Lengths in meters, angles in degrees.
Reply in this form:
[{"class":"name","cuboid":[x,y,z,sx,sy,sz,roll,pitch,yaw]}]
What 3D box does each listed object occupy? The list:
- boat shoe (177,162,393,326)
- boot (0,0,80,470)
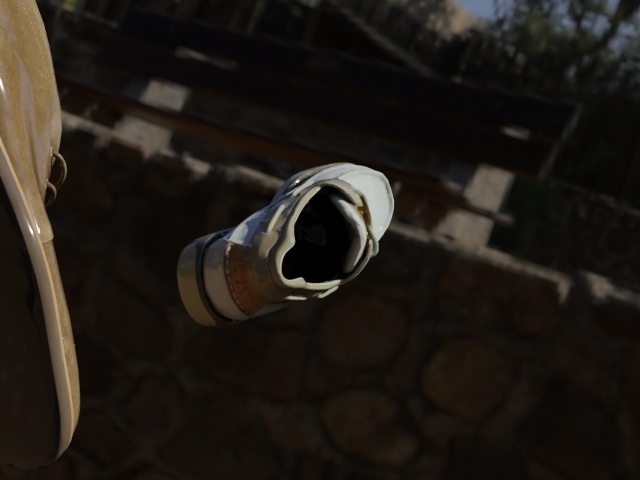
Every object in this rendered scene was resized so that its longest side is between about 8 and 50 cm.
[{"class":"boat shoe","cuboid":[0.000,0.000,1.335,0.103,0.113,0.302,-11,14,34]},{"class":"boot","cuboid":[-0.177,-0.025,0.839,0.112,0.305,0.115,-11,5,33]}]
